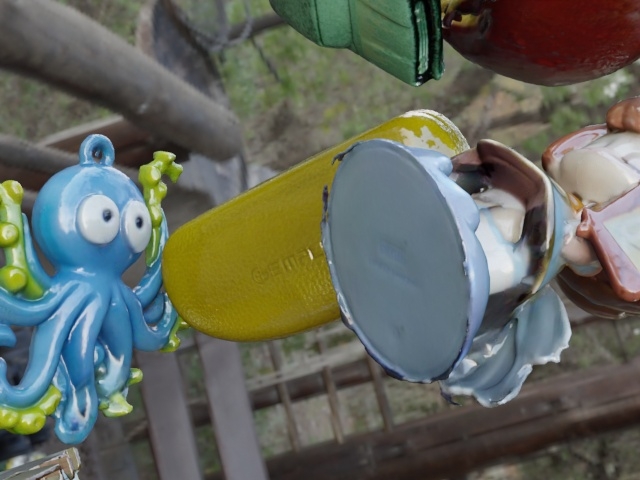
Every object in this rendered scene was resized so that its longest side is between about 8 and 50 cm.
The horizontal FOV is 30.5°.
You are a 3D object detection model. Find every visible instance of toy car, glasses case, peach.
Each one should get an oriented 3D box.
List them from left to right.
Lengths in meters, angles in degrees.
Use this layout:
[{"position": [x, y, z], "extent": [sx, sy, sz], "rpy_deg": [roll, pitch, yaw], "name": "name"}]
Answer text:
[{"position": [0.000, 0.000, 1.291], "extent": [0.173, 0.371, 0.141], "rpy_deg": [63, 19, -4], "name": "glasses case"}, {"position": [0.005, -0.279, 1.263], "extent": [0.320, 0.097, 0.141], "rpy_deg": [40, -26, 35], "name": "toy car"}, {"position": [0.260, -0.374, 1.273], "extent": [0.416, 0.353, 0.339], "rpy_deg": [52, 23, -62], "name": "peach"}]

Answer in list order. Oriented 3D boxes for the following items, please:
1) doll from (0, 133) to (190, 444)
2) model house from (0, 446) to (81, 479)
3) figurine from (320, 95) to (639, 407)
[{"position": [-0.254, 0.046, 1.265], "extent": [0.346, 0.098, 0.342], "rpy_deg": [11, 74, -48], "name": "doll"}, {"position": [-0.389, 0.419, 1.476], "extent": [0.326, 0.169, 0.244], "rpy_deg": [-11, 87, -69], "name": "model house"}, {"position": [0.216, 0.011, 0.964], "extent": [0.276, 0.388, 0.248], "rpy_deg": [31, -52, 49], "name": "figurine"}]
